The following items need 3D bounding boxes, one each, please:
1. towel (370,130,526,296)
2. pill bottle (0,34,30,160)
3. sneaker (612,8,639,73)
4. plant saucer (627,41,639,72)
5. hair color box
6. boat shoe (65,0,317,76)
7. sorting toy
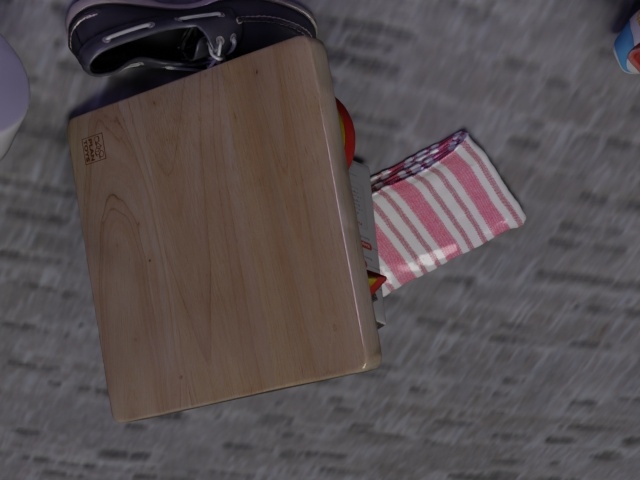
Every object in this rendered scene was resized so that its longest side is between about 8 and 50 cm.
[{"bbox_3d":[0.084,-0.013,1.534,0.197,0.029,0.144,-28,138,15],"label":"towel"},{"bbox_3d":[-0.376,-0.016,1.262,0.210,0.210,0.363,15,131,-29],"label":"pill bottle"},{"bbox_3d":[0.357,-0.151,1.429,0.228,0.087,0.092,24,135,-29],"label":"sneaker"},{"bbox_3d":[0.419,-0.128,1.308,0.258,0.048,0.259,-11,148,37],"label":"plant saucer"},{"bbox_3d":[0.000,0.000,1.416,0.093,0.167,0.053,22,137,-34],"label":"hair color box"},{"bbox_3d":[-0.098,-0.153,1.300,0.206,0.065,0.075,0,134,-18],"label":"boat shoe"},{"bbox_3d":[-0.065,-0.003,1.311,0.255,0.257,0.089,-15,170,34],"label":"sorting toy"}]
